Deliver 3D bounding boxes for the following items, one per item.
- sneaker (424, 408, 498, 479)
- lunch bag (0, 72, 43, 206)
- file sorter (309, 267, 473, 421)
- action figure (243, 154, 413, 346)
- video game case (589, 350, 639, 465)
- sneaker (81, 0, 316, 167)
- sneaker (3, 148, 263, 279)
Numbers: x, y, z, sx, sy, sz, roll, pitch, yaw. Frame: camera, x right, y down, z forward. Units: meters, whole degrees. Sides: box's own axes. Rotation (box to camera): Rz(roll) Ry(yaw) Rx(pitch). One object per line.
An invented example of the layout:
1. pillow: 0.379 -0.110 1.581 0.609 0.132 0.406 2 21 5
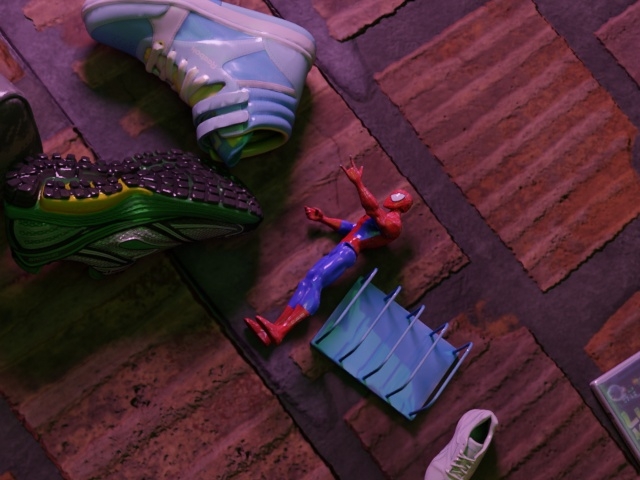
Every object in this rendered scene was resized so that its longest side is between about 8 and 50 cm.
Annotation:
1. sneaker: 0.183 0.284 1.728 0.054 0.061 0.152 32 73 -5
2. lunch bag: -0.535 -0.124 1.612 0.256 0.212 0.305 40 70 18
3. file sorter: 0.096 0.132 1.725 0.170 0.104 0.118 38 71 0
4. action figure: 0.000 0.000 1.742 0.280 0.091 0.139 -39 99 -18
5. video game case: 0.493 0.225 1.829 0.190 0.022 0.173 -29 83 -17
6. sneaker: -0.169 -0.210 1.741 0.319 0.127 0.208 11 69 -8
7. sneaker: -0.239 -0.030 1.699 0.344 0.146 0.134 -1 33 -23
